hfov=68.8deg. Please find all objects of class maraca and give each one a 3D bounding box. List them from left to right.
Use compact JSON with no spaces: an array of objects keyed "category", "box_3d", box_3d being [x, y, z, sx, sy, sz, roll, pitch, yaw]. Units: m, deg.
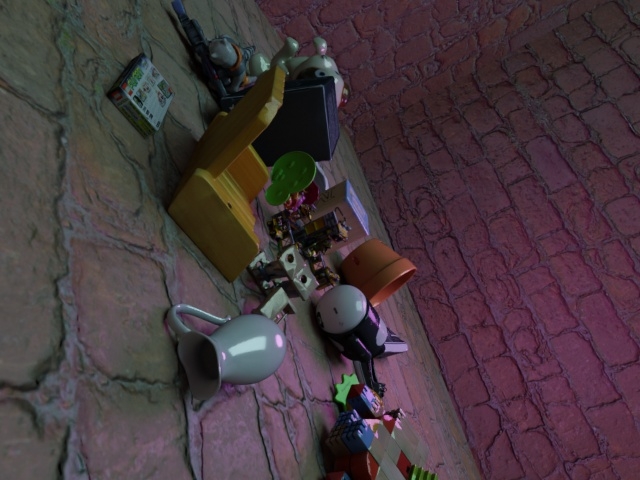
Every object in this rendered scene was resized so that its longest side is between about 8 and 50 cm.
[{"category":"maraca","box_3d":[0.110,0.462,1.323,0.186,0.099,0.127,50,45,-1]}]

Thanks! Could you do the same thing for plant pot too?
[{"category":"plant pot","box_3d":[0.217,0.129,1.907,0.203,0.291,0.291,53,11,19]}]

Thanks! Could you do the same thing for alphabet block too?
[{"category":"alphabet block","box_3d":[0.061,-0.092,1.836,0.192,0.197,0.193,60,16,-21]}]

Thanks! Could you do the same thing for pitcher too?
[{"category":"pitcher","box_3d":[-0.166,0.180,0.843,0.178,0.125,0.207,54,23,20]}]

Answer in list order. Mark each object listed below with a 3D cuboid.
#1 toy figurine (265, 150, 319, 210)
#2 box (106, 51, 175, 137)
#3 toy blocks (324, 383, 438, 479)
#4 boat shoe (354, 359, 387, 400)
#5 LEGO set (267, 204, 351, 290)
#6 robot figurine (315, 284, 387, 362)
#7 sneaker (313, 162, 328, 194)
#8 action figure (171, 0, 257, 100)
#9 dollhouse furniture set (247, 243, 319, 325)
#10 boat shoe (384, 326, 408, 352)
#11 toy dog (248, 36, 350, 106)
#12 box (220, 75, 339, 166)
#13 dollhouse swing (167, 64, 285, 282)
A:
[{"category":"toy figurine","box_3d":[-0.065,-0.137,1.319,0.130,0.173,0.159,28,-12,25]},{"category":"box","box_3d":[-0.385,-0.322,1.023,0.114,0.036,0.207,54,19,-35]},{"category":"toy blocks","box_3d":[0.124,0.520,1.118,0.261,0.190,0.381,55,33,-8]},{"category":"boat shoe","box_3d":[0.180,0.484,1.556,0.080,0.076,0.229,40,28,-56]},{"category":"LEGO set","box_3d":[0.000,0.000,1.496,0.331,0.192,0.255,46,24,-48]},{"category":"robot figurine","box_3d":[0.098,0.265,1.464,0.174,0.209,0.278,-53,127,-24]},{"category":"sneaker","box_3d":[-0.007,-0.266,2.073,0.091,0.094,0.258,39,29,-49]},{"category":"action figure","box_3d":[-0.309,-0.612,1.482,0.341,0.178,0.330,63,5,-19]},{"category":"dollhouse furniture set","box_3d":[-0.124,0.117,1.110,0.184,0.129,0.129,-48,114,-41]},{"category":"boat shoe","box_3d":[0.264,0.401,1.874,0.335,0.121,0.119,28,44,-62]},{"category":"toy dog","box_3d":[-0.077,-0.586,1.810,0.284,0.408,0.396,2,98,-33]},{"category":"box","box_3d":[-0.102,-0.381,1.470,0.395,0.293,0.212,-75,159,-67]},{"category":"dollhouse swing","box_3d":[-0.143,-0.162,1.077,0.315,0.304,0.347,55,17,-30]}]
